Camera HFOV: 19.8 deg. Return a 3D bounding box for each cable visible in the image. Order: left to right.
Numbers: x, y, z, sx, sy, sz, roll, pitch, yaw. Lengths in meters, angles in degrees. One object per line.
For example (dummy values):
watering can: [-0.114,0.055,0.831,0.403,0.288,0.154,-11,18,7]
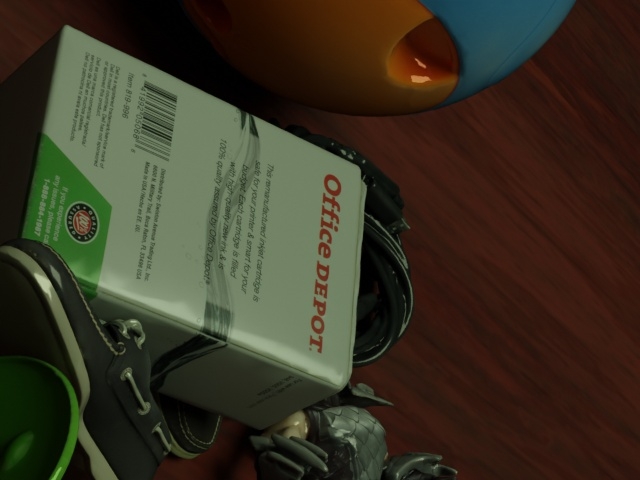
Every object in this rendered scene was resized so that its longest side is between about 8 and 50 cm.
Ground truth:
cable: [0.000,0.000,1.240,0.184,0.047,0.150,39,51,-44]

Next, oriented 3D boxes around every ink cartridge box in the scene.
ink cartridge box: [-0.084,-0.002,1.021,0.208,0.087,0.153,25,54,-28]

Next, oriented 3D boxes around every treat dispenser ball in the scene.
treat dispenser ball: [0.035,-0.220,1.157,0.288,0.288,0.288,28,54,-47]

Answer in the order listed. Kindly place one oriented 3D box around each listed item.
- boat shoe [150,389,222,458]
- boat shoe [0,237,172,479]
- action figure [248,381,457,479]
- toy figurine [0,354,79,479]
boat shoe: [-0.070,0.054,1.099,0.056,0.049,0.152,28,54,-48]
boat shoe: [-0.122,0.064,0.943,0.065,0.075,0.206,-46,144,-30]
action figure: [0.026,0.184,1.144,0.185,0.099,0.285,5,69,-50]
toy figurine: [-0.150,0.171,0.895,0.173,0.130,0.159,-54,133,-26]
